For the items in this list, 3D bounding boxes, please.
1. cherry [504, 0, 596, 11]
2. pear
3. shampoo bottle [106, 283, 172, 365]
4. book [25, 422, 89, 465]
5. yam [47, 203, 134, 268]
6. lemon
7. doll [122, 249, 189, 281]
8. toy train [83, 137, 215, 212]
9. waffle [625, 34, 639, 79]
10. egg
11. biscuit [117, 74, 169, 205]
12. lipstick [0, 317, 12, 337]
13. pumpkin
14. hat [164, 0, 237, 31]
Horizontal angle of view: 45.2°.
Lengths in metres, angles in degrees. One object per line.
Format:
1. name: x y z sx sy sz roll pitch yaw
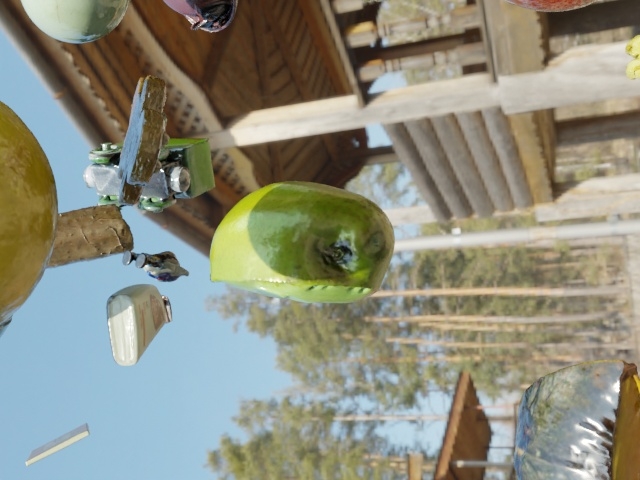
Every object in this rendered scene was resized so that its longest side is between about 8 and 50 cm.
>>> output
1. cherry: 0.301 -0.403 1.019 0.239 0.206 0.239 10 -111 -27
2. pear: 0.000 0.000 1.479 0.342 0.318 0.239 6 -93 -36
3. shampoo bottle: -0.385 0.166 1.695 0.284 0.071 0.153 -36 -60 -80
4. book: -0.493 0.383 1.452 0.012 0.118 0.172 65 161 1
5. yam: -0.577 -0.012 1.846 0.129 0.238 0.128 121 134 -68
6. lemon: -0.498 -0.037 0.968 0.348 0.348 0.348 -5 -90 -70
7. doll: -0.347 0.054 1.669 0.195 0.096 0.070 26 -97 -64
8. toy train: -0.442 -0.180 1.980 0.249 0.307 0.174 -40 -51 -59
9. waffle: 0.553 -0.265 1.034 0.056 0.261 0.250 33 -155 -40
10. egg: -0.339 -0.352 1.063 0.149 0.192 0.149 4 -99 -26
11. biscuit: -0.266 -0.150 1.162 0.301 0.049 0.197 -142 63 -69
12. lipstick: -0.592 0.122 1.406 0.068 0.274 0.061 49 -144 10
13. pumpkin: 0.181 0.234 0.559 0.163 0.111 0.278 -48 -56 -36
14. hat: -0.225 -0.442 1.286 0.089 0.205 0.205 -39 -54 -34
